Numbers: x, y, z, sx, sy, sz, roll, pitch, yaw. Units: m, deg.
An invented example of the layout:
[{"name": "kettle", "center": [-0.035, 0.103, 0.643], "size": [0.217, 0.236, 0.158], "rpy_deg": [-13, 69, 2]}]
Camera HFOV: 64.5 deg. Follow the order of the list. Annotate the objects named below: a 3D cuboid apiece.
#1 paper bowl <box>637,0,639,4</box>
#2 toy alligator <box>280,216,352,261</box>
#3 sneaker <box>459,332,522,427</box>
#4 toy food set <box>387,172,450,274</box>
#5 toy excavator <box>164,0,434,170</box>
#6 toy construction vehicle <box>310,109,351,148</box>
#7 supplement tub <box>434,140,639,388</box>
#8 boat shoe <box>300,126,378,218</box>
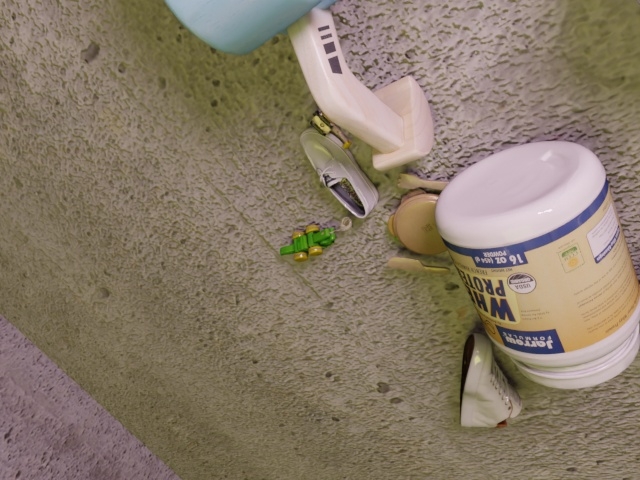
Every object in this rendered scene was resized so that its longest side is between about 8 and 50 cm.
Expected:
[{"name": "paper bowl", "center": [0.390, -0.272, 0.425], "size": [0.284, 0.284, 0.148], "rpy_deg": [23, 92, 8]}, {"name": "toy alligator", "center": [0.000, 0.000, 1.000], "size": [0.189, 0.056, 0.051], "rpy_deg": [-23, 155, 35]}, {"name": "sneaker", "center": [0.349, 0.288, 1.031], "size": [0.123, 0.106, 0.290], "rpy_deg": [3, 136, 16]}, {"name": "toy food set", "center": [0.186, -0.032, 0.898], "size": [0.132, 0.038, 0.192], "rpy_deg": [9, 124, 10]}, {"name": "toy excavator", "center": [-0.039, -0.297, 0.636], "size": [0.222, 0.433, 0.445], "rpy_deg": [-15, 91, 39]}, {"name": "toy construction vehicle", "center": [0.032, -0.209, 0.834], "size": [0.098, 0.035, 0.086], "rpy_deg": [39, 121, -11]}, {"name": "supplement tub", "center": [0.328, 0.040, 0.750], "size": [0.228, 0.228, 0.316], "rpy_deg": [-15, 118, 34]}, {"name": "boat shoe", "center": [0.027, -0.114, 0.885], "size": [0.066, 0.063, 0.184], "rpy_deg": [-24, 113, 37]}]
